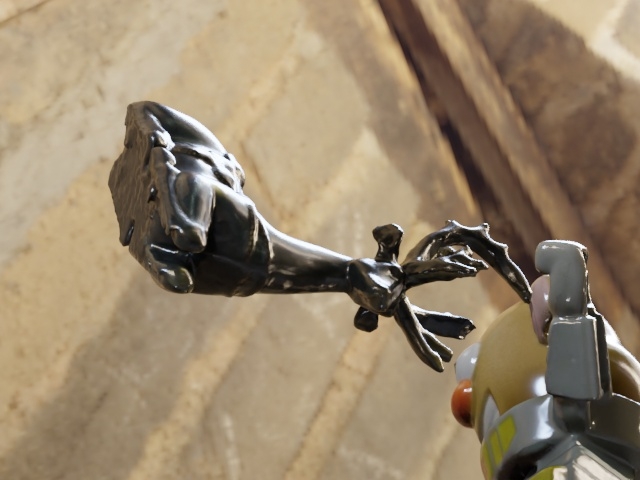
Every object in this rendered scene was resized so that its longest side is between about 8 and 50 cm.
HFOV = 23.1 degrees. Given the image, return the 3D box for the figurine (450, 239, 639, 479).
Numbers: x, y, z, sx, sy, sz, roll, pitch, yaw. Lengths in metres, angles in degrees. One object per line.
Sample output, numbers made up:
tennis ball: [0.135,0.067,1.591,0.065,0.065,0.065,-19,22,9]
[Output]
figurine: [0.191,0.161,1.248,0.167,0.342,0.285,15,-137,-8]

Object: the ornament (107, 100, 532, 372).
ornament: [0.000,0.000,0.927,0.236,0.080,0.202,13,-161,-20]
